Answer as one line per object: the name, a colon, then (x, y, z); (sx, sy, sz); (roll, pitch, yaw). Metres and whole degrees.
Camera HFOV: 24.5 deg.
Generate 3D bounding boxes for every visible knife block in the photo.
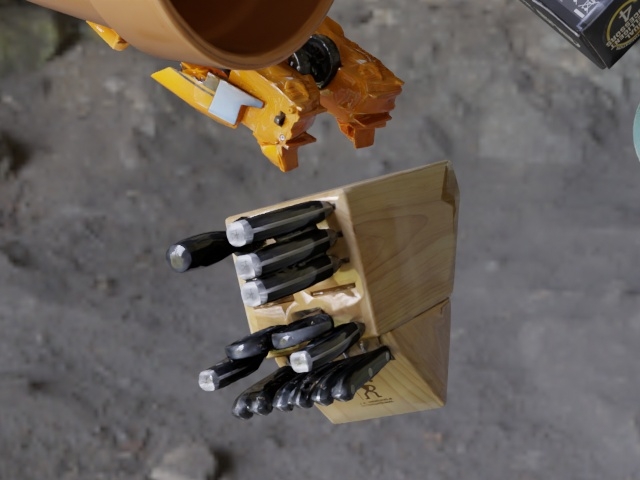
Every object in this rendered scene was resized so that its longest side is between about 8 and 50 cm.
knife block: (0.000, 0.000, 0.950); (0.088, 0.242, 0.275); (-12, 48, 25)

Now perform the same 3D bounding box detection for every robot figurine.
robot figurine: (-0.085, -0.172, 1.249); (0.291, 0.085, 0.211); (36, 33, 27)

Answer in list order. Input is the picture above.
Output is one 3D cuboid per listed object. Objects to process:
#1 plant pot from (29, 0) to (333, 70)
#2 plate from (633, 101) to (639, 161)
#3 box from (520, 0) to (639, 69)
plant pot: (-0.124, -0.260, 0.959); (0.204, 0.290, 0.291); (7, 20, 29)
plate: (0.424, -0.131, 1.570); (0.188, 0.188, 0.024); (11, -17, 31)
box: (0.258, -0.406, 1.490); (0.395, 0.318, 0.097); (47, 8, 35)
